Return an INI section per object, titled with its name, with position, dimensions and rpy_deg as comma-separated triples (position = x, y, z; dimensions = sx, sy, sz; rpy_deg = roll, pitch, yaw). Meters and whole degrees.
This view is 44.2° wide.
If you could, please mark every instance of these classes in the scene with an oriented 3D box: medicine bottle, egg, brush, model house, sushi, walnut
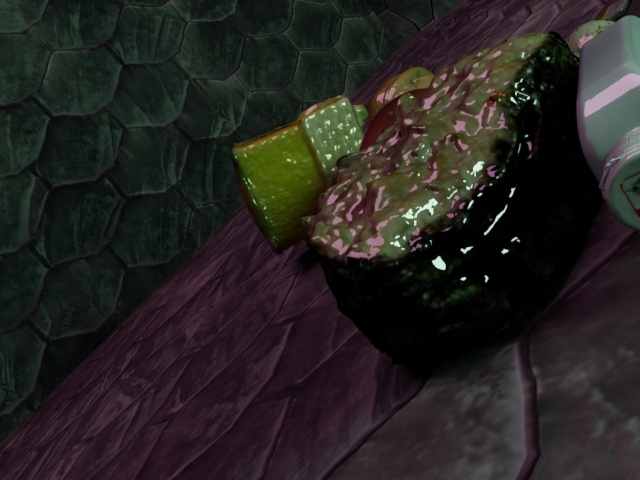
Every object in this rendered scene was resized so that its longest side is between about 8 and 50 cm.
[medicine bottle]
position = 0.246, -0.085, 0.591
dimensions = 0.083, 0.121, 0.229
rpy_deg = -33, 14, 33
[egg]
position = 0.326, -0.215, 0.917
dimensions = 0.085, 0.085, 0.110
rpy_deg = -30, 11, 43
[brush]
position = 0.405, -0.325, 1.266
dimensions = 0.205, 0.011, 0.083
rpy_deg = -31, 16, 43
[model house]
position = -0.009, -0.114, 1.288
dimensions = 0.234, 0.193, 0.175
rpy_deg = -24, 10, 5
[sushi]
position = 0.132, -0.052, 0.719
dimensions = 0.350, 0.170, 0.211
rpy_deg = -48, 15, -28
[walnut]
position = 0.160, -0.218, 1.344
dimensions = 0.167, 0.149, 0.166
rpy_deg = -9, 27, 5

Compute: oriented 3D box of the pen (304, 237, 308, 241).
[pen]
position = 0.000, 0.000, 1.310
dimensions = 0.028, 0.028, 0.239
rpy_deg = -42, 12, -5

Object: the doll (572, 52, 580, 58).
[doll]
position = 0.249, -0.150, 0.903
dimensions = 0.103, 0.072, 0.214
rpy_deg = -54, -6, -18

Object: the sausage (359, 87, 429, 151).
[sausage]
position = 0.124, -0.105, 1.002
dimensions = 0.152, 0.152, 0.279
rpy_deg = -35, 13, 27
